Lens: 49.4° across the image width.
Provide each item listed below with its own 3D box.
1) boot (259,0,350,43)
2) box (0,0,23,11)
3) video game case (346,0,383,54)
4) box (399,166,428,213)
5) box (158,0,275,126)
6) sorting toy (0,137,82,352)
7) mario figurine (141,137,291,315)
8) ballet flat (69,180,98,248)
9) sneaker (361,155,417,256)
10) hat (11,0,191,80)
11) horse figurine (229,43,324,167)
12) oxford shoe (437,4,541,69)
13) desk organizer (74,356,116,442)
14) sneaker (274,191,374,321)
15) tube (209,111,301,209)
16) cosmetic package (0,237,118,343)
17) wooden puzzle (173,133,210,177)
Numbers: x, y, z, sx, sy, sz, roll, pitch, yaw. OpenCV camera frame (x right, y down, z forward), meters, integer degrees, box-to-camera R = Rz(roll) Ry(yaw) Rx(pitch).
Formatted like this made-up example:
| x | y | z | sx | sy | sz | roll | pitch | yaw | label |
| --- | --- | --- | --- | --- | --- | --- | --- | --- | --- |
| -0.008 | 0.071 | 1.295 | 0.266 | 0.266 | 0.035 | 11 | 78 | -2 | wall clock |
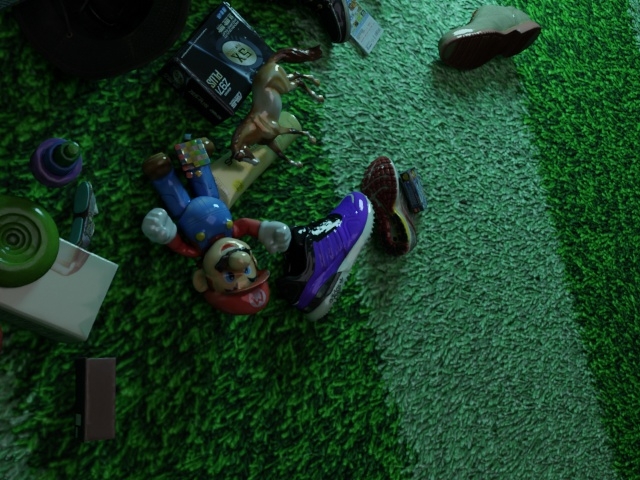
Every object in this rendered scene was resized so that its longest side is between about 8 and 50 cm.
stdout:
| x | y | z | sx | sy | sz | roll | pitch | yaw | label |
| --- | --- | --- | --- | --- | --- | --- | --- | --- | --- |
| -0.046 | -0.512 | 1.468 | 0.178 | 0.085 | 0.236 | -28 | 105 | -27 | boot |
| -0.540 | -0.495 | 0.961 | 0.279 | 0.177 | 0.290 | -40 | 112 | -76 | box |
| 0.086 | -0.497 | 1.596 | 0.122 | 0.011 | 0.087 | 42 | 60 | -22 | video game case |
| 0.209 | -0.114 | 1.550 | 0.137 | 0.027 | 0.094 | -34 | 104 | -75 | box |
| -0.192 | -0.335 | 1.323 | 0.147 | 0.077 | 0.180 | 44 | 59 | -22 | box |
| -0.398 | 0.014 | 0.892 | 0.127 | 0.126 | 0.365 | 33 | 65 | -26 | sorting toy |
| -0.176 | -0.020 | 1.205 | 0.320 | 0.198 | 0.170 | 63 | 11 | -1 | mario figurine |
| -0.390 | -0.040 | 1.153 | 0.041 | 0.041 | 0.114 | 14 | 73 | -33 | ballet flat |
| 0.155 | -0.075 | 1.530 | 0.093 | 0.088 | 0.225 | -2 | 79 | -59 | sneaker |
| -0.342 | -0.406 | 1.166 | 0.134 | 0.331 | 0.331 | 17 | 65 | -76 | hat |
| -0.077 | -0.254 | 1.312 | 0.174 | 0.066 | 0.263 | 14 | 87 | -35 | horse figurine |
| 0.412 | -0.534 | 1.797 | 0.348 | 0.123 | 0.130 | -18 | 65 | -35 | oxford shoe |
| -0.358 | 0.251 | 1.107 | 0.050 | 0.047 | 0.130 | 5 | 78 | -37 | desk organizer |
| 0.000 | 0.000 | 1.379 | 0.146 | 0.102 | 0.293 | 37 | 62 | -23 | sneaker |
| -0.132 | -0.159 | 1.346 | 0.240 | 0.070 | 0.062 | -45 | 149 | -27 | tube |
| -0.470 | 0.035 | 1.006 | 0.296 | 0.153 | 0.129 | 31 | 65 | -29 | cosmetic package |
| -0.219 | -0.146 | 1.191 | 0.049 | 0.006 | 0.083 | -19 | 77 | -23 | wooden puzzle |
